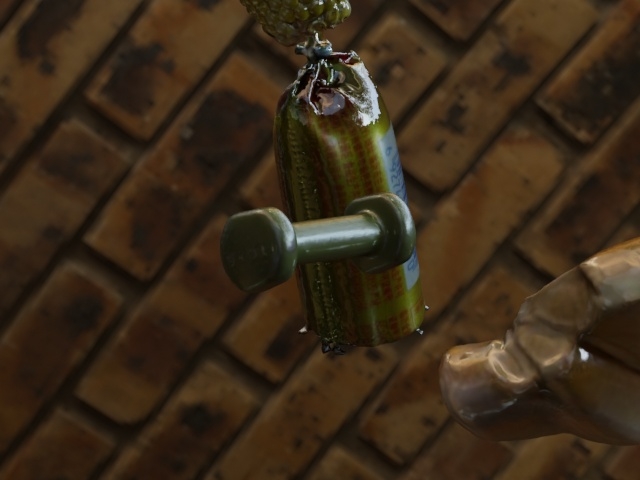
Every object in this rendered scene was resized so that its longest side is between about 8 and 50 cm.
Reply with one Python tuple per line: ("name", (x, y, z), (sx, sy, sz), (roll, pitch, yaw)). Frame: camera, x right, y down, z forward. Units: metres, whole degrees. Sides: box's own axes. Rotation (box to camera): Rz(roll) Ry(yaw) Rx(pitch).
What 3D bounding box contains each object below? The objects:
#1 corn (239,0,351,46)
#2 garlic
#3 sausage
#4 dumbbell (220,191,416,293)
("corn", (-0.077, -0.290, 1.220), (0.097, 0.320, 0.097), (-27, -168, 6))
("garlic", (0.215, 0.073, 1.139), (0.217, 0.228, 0.110), (-41, -113, 27))
("sausage", (0.014, -0.052, 1.546), (0.125, 0.317, 0.117), (-26, -149, -24))
("dumbbell", (0.000, 0.000, 0.937), (0.052, 0.118, 0.046), (-18, -97, 44))
